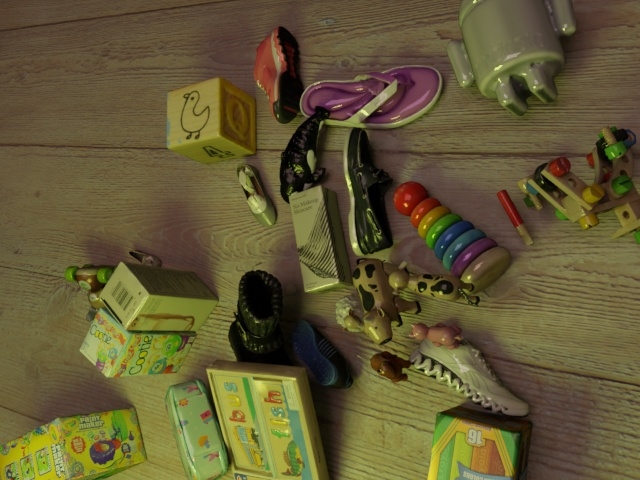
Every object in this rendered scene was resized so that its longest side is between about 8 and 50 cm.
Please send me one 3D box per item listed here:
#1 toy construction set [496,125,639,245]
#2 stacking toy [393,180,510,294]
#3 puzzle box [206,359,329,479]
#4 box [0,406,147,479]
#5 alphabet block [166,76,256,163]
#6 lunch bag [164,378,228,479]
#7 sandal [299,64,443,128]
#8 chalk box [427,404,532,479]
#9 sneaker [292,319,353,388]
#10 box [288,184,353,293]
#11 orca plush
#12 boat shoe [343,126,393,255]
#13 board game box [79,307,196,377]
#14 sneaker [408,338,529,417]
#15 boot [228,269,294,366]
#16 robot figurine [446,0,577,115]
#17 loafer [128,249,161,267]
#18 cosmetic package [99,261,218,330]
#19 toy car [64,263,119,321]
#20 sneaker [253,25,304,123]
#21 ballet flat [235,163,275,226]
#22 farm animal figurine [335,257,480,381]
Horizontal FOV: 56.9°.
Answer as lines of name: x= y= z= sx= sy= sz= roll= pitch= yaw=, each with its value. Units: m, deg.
toy construction set: x=0.565 y=-0.071 z=1.261 sx=0.309 sy=0.258 sz=0.237 roll=-33 pitch=79 yaw=42
stacking toy: x=0.296 y=-0.028 z=1.430 sx=0.141 sy=0.141 sz=0.330 roll=-48 pitch=60 yaw=13
puzzle box: x=-0.128 y=0.500 z=1.501 sx=0.272 sy=0.052 sz=0.408 roll=-2 pitch=108 yaw=29
box: x=-0.739 y=0.640 z=1.770 sx=0.279 sy=0.290 sz=0.176 roll=-29 pitch=69 yaw=22
alphabet block: x=-0.326 y=-0.354 z=1.780 sx=0.197 sy=0.193 sz=0.192 roll=-8 pitch=79 yaw=27
lunch bag: x=-0.346 y=0.529 z=1.637 sx=0.279 sy=0.108 sz=0.224 roll=66 pitch=156 yaw=23
sandal: x=0.119 y=-0.387 z=1.598 sx=0.417 sy=0.102 sz=0.169 roll=-3 pitch=80 yaw=27
chalk box: x=0.339 y=0.526 z=1.277 sx=0.180 sy=0.179 sz=0.288 roll=5 pitch=83 yaw=29
sneaker: x=0.004 y=0.304 z=1.560 sx=0.081 sy=0.090 sz=0.232 roll=-50 pitch=42 yaw=13
box: x=0.000 y=0.000 z=1.599 sx=0.113 sy=0.094 sz=0.274 roll=-19 pitch=73 yaw=24
orca plush: x=-0.057 y=-0.232 z=1.630 sx=0.151 sy=0.102 sz=0.287 roll=44 pitch=116 yaw=24
boat shoe: x=0.134 y=-0.133 z=1.532 sx=0.113 sy=0.127 sz=0.339 roll=-6 pitch=81 yaw=27
board game box: x=-0.525 y=0.297 z=1.724 sx=0.144 sy=0.275 sz=0.142 roll=31 pitch=96 yaw=29
sneaker: x=0.349 y=0.304 z=1.360 sx=0.292 sy=0.110 sz=0.118 roll=28 pitch=86 yaw=29
boot: x=-0.129 y=0.273 z=1.529 sx=0.348 sy=0.131 sz=0.260 roll=52 pitch=141 yaw=26
robot figurine: x=0.443 y=-0.476 z=1.384 sx=0.300 sy=0.200 sz=0.353 roll=-22 pitch=72 yaw=30
loafer: x=-0.576 y=0.061 z=1.927 sx=0.125 sy=0.039 sz=0.045 roll=20 pitch=90 yaw=29
cosmetic package: x=-0.457 y=0.167 z=1.699 sx=0.153 sy=0.296 sz=0.129 roll=41 pitch=102 yaw=29
toy car: x=-0.733 y=0.176 z=1.943 sx=0.155 sy=0.149 sz=0.188 roll=1 pitch=93 yaw=18
sneaker: x=-0.133 y=-0.474 z=1.761 sx=0.136 sy=0.116 sz=0.313 roll=-17 pitch=66 yaw=35
ballet flat: x=-0.199 y=-0.135 z=1.743 sx=0.072 sy=0.068 sz=0.213 roll=-32 pitch=68 yaw=20
farm animal figurine: x=0.164 y=0.150 z=1.362 sx=0.330 sy=0.172 sz=0.326 roll=-57 pitch=39 yaw=22
